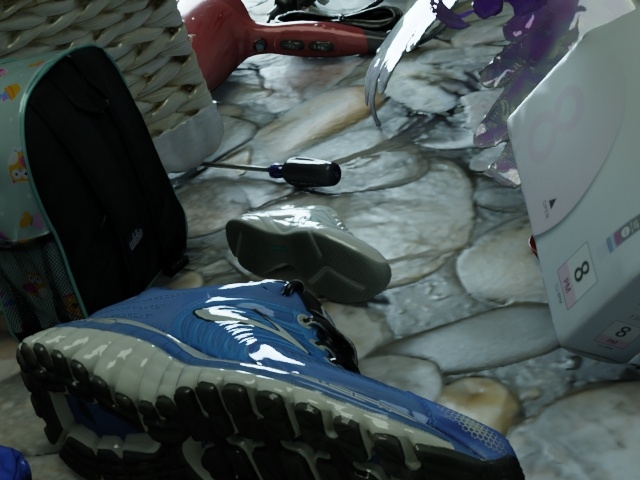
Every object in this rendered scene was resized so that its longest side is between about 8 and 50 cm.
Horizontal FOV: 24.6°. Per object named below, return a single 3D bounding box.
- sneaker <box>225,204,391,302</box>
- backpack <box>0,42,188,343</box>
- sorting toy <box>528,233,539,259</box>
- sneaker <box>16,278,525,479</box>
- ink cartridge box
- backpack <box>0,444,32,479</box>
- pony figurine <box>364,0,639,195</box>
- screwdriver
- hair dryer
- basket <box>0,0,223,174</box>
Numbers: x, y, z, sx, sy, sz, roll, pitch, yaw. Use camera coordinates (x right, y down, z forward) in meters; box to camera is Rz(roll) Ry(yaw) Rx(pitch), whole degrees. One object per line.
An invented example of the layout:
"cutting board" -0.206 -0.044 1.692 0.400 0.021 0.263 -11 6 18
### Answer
"sneaker" 0.000 0.000 1.025 0.061 0.053 0.152 -29 31 -33
"backpack" -0.191 -0.039 1.030 0.144 0.188 0.166 1 31 24
"sorting toy" 0.186 -0.006 0.970 0.102 0.042 0.061 -1 30 21
"sneaker" -0.021 0.079 0.804 0.330 0.129 0.147 15 40 41
"ink cartridge box" 0.205 -0.069 0.845 0.066 0.232 0.189 14 47 -22
"backpack" -0.212 0.153 0.776 0.101 0.098 0.120 10 28 1
"pony figurine" 0.157 -0.246 1.114 0.351 0.363 0.303 -45 38 -3
"screwdriver" -0.049 -0.059 1.197 0.170 0.024 0.025 7 3 45
"hair dryer" -0.044 -0.205 1.398 0.293 0.080 0.224 -33 34 -33
"basket" -0.315 -0.162 1.210 0.331 0.266 0.328 -31 36 -28
